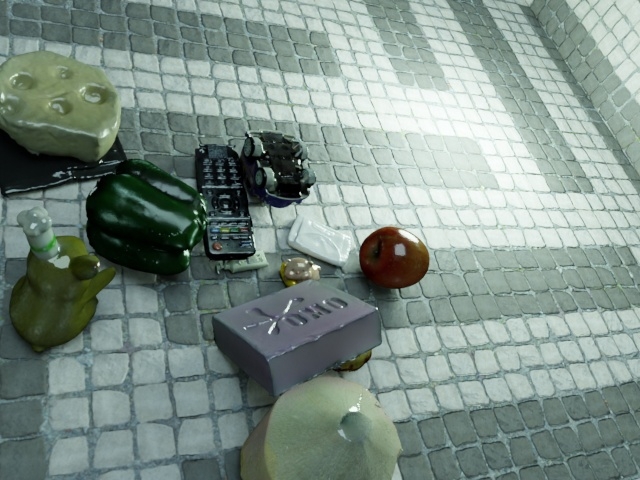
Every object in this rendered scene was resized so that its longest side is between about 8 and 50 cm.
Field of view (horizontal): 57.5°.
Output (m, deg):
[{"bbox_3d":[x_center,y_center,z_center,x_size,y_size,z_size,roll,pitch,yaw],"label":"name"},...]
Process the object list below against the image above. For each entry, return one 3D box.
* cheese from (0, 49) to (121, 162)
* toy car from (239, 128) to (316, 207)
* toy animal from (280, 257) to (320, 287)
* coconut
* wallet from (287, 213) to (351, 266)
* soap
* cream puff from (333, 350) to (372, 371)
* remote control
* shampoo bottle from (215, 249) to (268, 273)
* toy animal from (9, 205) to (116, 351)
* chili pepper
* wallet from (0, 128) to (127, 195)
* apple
[{"bbox_3d":[-0.665,-0.340,1.488,0.326,0.115,0.318,47,46,13],"label":"cheese"},{"bbox_3d":[-0.132,-0.188,1.648,0.172,0.158,0.235,-1,60,-31],"label":"toy car"},{"bbox_3d":[-0.047,0.087,1.540,0.115,0.082,0.091,12,54,-18],"label":"toy animal"},{"bbox_3d":[0.006,0.430,1.168,0.298,0.309,0.297,12,53,-17],"label":"coconut"},{"bbox_3d":[0.000,0.000,1.659,0.183,0.032,0.124,24,47,-6],"label":"wallet"},{"bbox_3d":[-0.058,0.206,1.330,0.296,0.285,0.107,-19,111,-32],"label":"soap"},{"bbox_3d":[0.053,0.268,1.452,0.149,0.084,0.149,7,46,-7],"label":"cream puff"},{"bbox_3d":[-0.268,-0.107,1.574,0.145,0.062,0.398,-1,53,-17],"label":"remote control"},{"bbox_3d":[-0.207,0.059,1.518,0.141,0.034,0.048,-10,69,-30],"label":"shampoo bottle"},{"bbox_3d":[-0.518,0.063,1.174,0.181,0.362,0.180,24,35,-13],"label":"toy animal"},{"bbox_3d":[-0.397,-0.051,1.373,0.257,0.233,0.248,21,59,1],"label":"chili pepper"},{"bbox_3d":[-0.681,-0.241,1.510,0.323,0.041,0.247,-17,64,-31],"label":"wallet"},{"bbox_3d":[0.204,0.049,1.632,0.169,0.181,0.180,19,46,-44],"label":"apple"}]
